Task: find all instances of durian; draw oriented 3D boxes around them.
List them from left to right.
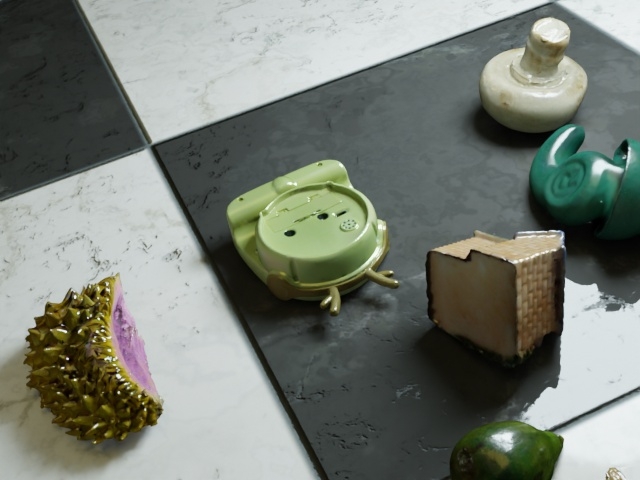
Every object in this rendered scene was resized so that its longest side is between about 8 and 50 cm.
[{"bbox_3d":[-0.360,0.172,1.278,0.191,0.112,0.341,-18,44,-11],"label":"durian"}]

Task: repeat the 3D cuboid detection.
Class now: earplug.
[{"bbox_3d":[0.478,-0.087,1.385,0.280,0.164,0.257,20,12,16],"label":"earplug"}]

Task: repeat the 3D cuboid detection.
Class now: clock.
[{"bbox_3d":[0.000,0.000,1.405,0.235,0.096,0.308,-25,44,-16],"label":"clock"}]

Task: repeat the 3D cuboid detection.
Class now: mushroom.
[{"bbox_3d":[0.394,-0.300,1.590,0.206,0.209,0.206,-12,61,22],"label":"mushroom"}]

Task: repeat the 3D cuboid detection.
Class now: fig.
[{"bbox_3d":[0.245,0.268,1.049,0.177,0.117,0.117,-22,41,-27],"label":"fig"}]

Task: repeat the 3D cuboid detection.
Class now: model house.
[{"bbox_3d":[0.275,0.063,1.242,0.172,0.166,0.183,-20,24,-33],"label":"model house"}]

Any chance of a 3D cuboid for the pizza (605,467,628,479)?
[{"bbox_3d":[0.351,0.349,0.961,0.188,0.062,0.199,6,37,-1],"label":"pizza"}]
